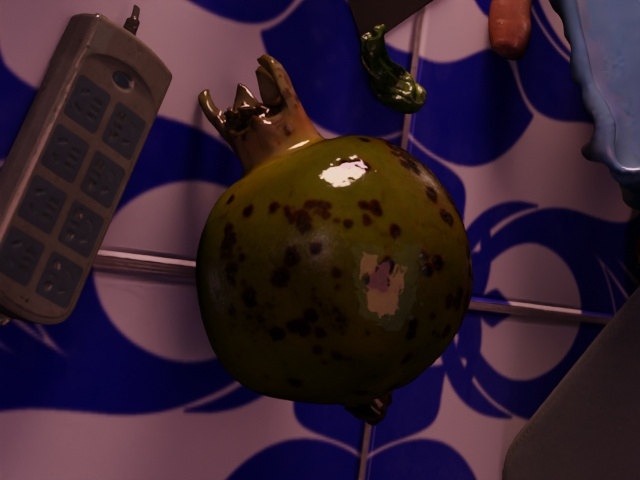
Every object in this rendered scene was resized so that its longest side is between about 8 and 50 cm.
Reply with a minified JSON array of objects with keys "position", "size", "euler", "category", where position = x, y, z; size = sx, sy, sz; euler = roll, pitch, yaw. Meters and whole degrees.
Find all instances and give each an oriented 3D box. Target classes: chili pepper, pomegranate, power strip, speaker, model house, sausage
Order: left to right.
[{"position":[-0.156,-0.051,0.861],"size":[0.080,0.029,0.227],"euler":[35,69,-43],"category":"power strip"},{"position":[-0.010,0.003,0.938],"size":[0.198,0.246,0.198],"euler":[-39,158,-20],"category":"pomegranate"},{"position":[0.054,-0.132,1.080],"size":[0.091,0.034,0.030],"euler":[51,26,-37],"category":"chili pepper"},{"position":[0.177,-0.248,1.182],"size":[0.043,0.043,0.186],"euler":[19,81,-46],"category":"sausage"},{"position":[0.341,-0.163,1.217],"size":[0.303,0.215,0.237],"euler":[16,62,-69],"category":"model house"},{"position":[0.358,0.121,1.200],"size":[0.184,0.183,0.406],"euler":[-8,139,-51],"category":"speaker"}]

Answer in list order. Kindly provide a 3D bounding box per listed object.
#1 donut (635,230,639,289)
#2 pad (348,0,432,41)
[{"position":[0.418,0.010,1.437],"size":[0.235,0.089,0.235],"euler":[-9,103,-45],"category":"donut"},{"position":[0.045,-0.263,1.070],"size":[0.127,0.004,0.190],"euler":[-39,122,-36],"category":"pad"}]
